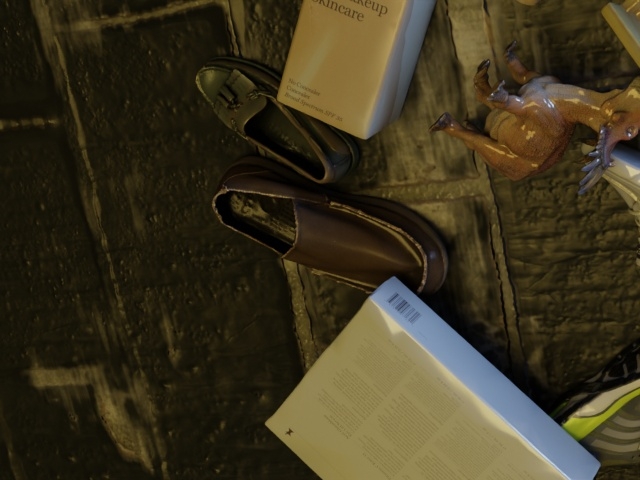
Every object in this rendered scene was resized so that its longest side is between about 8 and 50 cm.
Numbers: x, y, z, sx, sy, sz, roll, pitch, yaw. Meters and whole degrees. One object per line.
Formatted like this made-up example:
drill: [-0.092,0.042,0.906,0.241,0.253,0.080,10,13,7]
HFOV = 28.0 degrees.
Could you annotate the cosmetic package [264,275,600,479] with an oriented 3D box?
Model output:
cosmetic package: [0.146,0.278,1.763,0.377,0.097,0.284,43,120,8]

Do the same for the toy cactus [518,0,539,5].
toy cactus: [0.277,-0.366,1.554,0.219,0.112,0.181,21,128,8]

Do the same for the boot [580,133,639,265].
boot: [0.421,-0.023,1.612,0.258,0.095,0.123,32,114,11]

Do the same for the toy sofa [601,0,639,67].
toy sofa: [0.514,-0.310,1.441,0.362,0.177,0.150,-45,62,33]

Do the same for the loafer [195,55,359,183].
loafer: [-0.070,-0.170,1.804,0.267,0.084,0.096,34,121,11]

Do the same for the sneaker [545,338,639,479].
sneaker: [0.420,0.225,1.721,0.121,0.111,0.300,43,128,-7]

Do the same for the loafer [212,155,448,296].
loafer: [0.000,0.000,1.810,0.365,0.130,0.134,20,118,18]

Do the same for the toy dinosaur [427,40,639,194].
toy dinosaur: [0.266,-0.129,1.586,0.200,0.127,0.295,41,153,-10]

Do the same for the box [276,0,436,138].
box: [0.064,-0.307,1.661,0.148,0.121,0.311,24,119,17]
